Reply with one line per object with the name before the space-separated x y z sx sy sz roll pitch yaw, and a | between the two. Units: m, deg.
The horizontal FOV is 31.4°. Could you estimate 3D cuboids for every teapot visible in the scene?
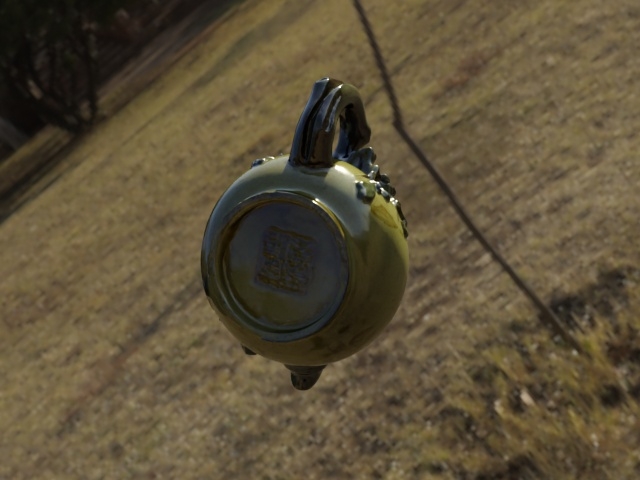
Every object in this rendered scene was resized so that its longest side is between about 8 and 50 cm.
teapot | 0.000 0.000 0.955 0.173 0.269 0.182 12 8 20
